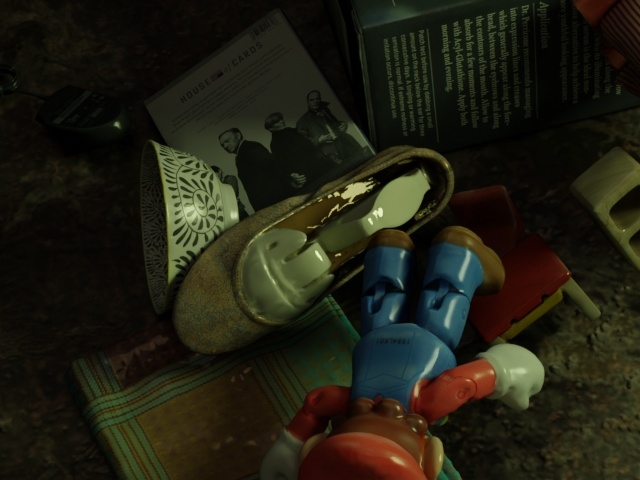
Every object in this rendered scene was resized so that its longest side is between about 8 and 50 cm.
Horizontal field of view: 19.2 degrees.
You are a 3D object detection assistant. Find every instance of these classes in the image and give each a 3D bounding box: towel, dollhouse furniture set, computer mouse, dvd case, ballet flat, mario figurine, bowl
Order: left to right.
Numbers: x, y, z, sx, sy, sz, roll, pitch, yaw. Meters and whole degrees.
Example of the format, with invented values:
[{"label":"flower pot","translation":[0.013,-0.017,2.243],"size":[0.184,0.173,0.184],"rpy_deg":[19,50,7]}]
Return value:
[{"label":"computer mouse","translation":[-0.302,-0.143,2.031],"size":[0.242,0.041,0.071],"rpy_deg":[20,49,30]},{"label":"bowl","translation":[-0.123,-0.015,1.830],"size":[0.080,0.170,0.170],"rpy_deg":[-4,51,-13]},{"label":"dvd case","translation":[-0.062,-0.110,1.939],"size":[0.179,0.029,0.239],"rpy_deg":[-34,53,4]},{"label":"towel","translation":[-0.047,0.191,1.728],"size":[0.271,0.040,0.370],"rpy_deg":[-26,53,-13]},{"label":"ballet flat","translation":[0.000,0.000,1.771],"size":[0.316,0.108,0.106],"rpy_deg":[-37,14,-23]},{"label":"mario figurine","translation":[0.069,0.153,1.650],"size":[0.170,0.198,0.321],"rpy_deg":[31,55,-18]},{"label":"dollhouse furniture set","translation":[0.251,-0.083,1.757],"size":[0.374,0.152,0.201],"rpy_deg":[-39,46,4]}]

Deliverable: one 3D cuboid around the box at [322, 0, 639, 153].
[{"label":"box","translation":[0.203,-0.286,1.952],"size":[0.395,0.212,0.294],"rpy_deg":[-14,51,-4]}]
